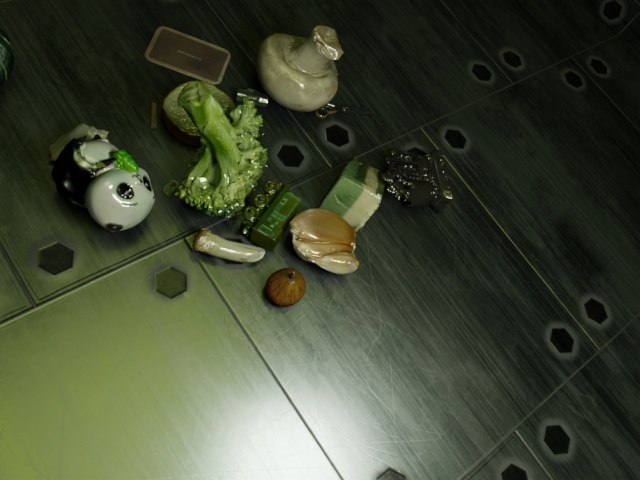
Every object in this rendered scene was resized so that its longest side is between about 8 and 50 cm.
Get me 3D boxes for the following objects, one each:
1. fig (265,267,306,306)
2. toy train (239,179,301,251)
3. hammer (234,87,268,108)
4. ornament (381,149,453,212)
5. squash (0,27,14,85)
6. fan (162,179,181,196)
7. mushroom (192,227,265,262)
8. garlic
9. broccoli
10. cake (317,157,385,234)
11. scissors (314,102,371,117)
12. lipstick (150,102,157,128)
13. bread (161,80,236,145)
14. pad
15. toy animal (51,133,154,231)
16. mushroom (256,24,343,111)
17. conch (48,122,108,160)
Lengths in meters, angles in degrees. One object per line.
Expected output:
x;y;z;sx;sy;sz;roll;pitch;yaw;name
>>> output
-0.105;0.119;1.718;0.119;0.153;0.119;-7;53;9;fig
-0.148;-0.082;1.823;0.137;0.090;0.225;29;58;6;toy train
-0.233;-0.340;1.972;0.111;0.043;0.365;8;63;-17;hammer
0.303;-0.215;2.032;0.261;0.106;0.251;8;56;-23;ornament
-1.013;-0.534;1.718;0.252;0.165;0.252;8;64;-17;squash
-0.434;-0.156;1.819;0.080;0.003;0.060;7;62;-16;fan
-0.266;0.021;1.752;0.209;0.084;0.071;16;103;-17;mushroom
0.000;0.000;1.835;0.228;0.110;0.217;19;47;-18;garlic
-0.299;-0.236;1.701;0.275;0.397;0.352;-12;90;4;broccoli
0.137;-0.190;1.945;0.158;0.172;0.283;34;56;-3;cake
0.080;-0.470;2.160;0.220;0.017;0.088;0;61;-20;scissors
-0.526;-0.394;1.903;0.019;0.019;0.094;2;63;-18;lipstick
-0.388;-0.407;1.929;0.236;0.070;0.236;8;62;-15;bread
-0.451;-0.636;2.067;0.266;0.002;0.176;18;59;-9;pad
-0.581;-0.158;1.648;0.267;0.212;0.212;34;58;4;toy animal
-0.060;-0.595;2.009;0.298;0.290;0.297;17;51;-22;mushroom
-0.705;-0.282;1.760;0.176;0.094;0.104;-32;91;-3;conch
